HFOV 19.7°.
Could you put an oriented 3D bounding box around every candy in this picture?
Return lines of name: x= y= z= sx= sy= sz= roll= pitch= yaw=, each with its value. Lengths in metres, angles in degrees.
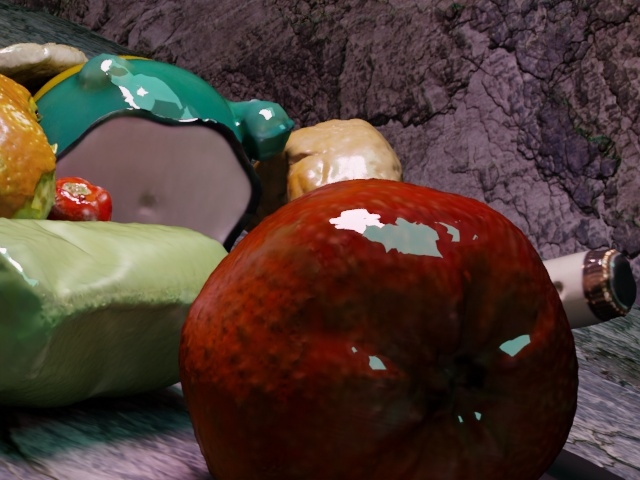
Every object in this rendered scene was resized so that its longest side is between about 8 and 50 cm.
candy: x=-0.177 y=0.043 z=1.356 sx=0.142 sy=0.132 sz=0.343 roll=62 pitch=19 yaw=11

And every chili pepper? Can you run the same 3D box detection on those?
chili pepper: x=-0.218 y=0.008 z=1.538 sx=0.070 sy=0.123 sz=0.073 roll=23 pitch=5 yaw=-17

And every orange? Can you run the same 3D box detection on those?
orange: x=-0.316 y=-0.059 z=1.519 sx=0.158 sy=0.179 sz=0.237 roll=32 pitch=12 yaw=-22

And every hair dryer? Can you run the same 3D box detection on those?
hair dryer: x=0.113 y=0.066 z=1.536 sx=0.362 sy=0.128 sz=0.203 roll=-15 pitch=-13 yaw=31

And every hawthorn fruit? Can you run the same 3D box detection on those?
hawthorn fruit: x=0.038 y=0.081 z=1.285 sx=0.275 sy=0.275 sz=0.299 roll=20 pitch=13 yaw=-13

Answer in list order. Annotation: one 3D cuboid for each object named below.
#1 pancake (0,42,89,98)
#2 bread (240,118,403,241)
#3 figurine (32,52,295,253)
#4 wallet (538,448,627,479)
pancake: x=-0.347 y=-0.134 z=1.886 sx=0.253 sy=0.253 sz=0.037 roll=4 pitch=60 yaw=-64
bread: x=0.000 y=0.000 z=1.797 sx=0.134 sy=0.244 sz=0.244 roll=6 pitch=14 yaw=-22
figurine: x=-0.188 y=-0.076 z=1.758 sx=0.323 sy=0.231 sz=0.340 roll=-18 pitch=19 yaw=-10
wallet: x=0.234 y=0.235 z=1.469 sx=0.406 sy=0.062 sz=0.228 roll=26 pitch=9 yaw=30
